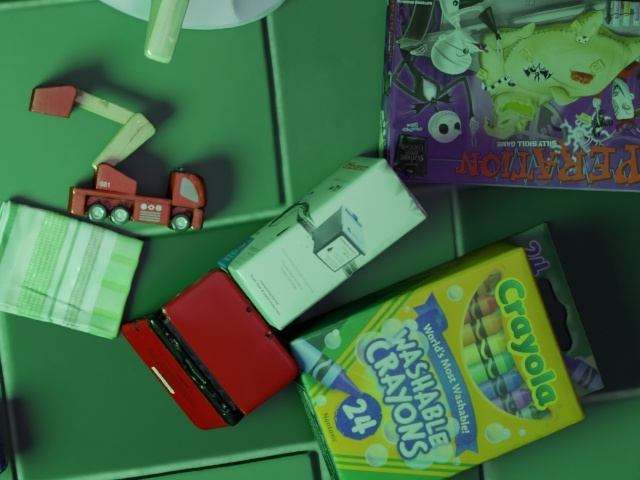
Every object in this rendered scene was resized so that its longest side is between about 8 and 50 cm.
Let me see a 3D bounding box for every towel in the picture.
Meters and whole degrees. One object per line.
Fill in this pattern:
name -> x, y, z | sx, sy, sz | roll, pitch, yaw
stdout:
towel -> -0.267, 0.031, 1.981 | 0.152, 0.023, 0.113 | 16, 92, -13

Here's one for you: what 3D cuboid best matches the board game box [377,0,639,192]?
board game box -> 0.237, -0.159, 2.063 | 0.346, 0.056, 0.208 | 2, 99, -12

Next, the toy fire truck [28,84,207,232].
toy fire truck -> -0.206, -0.084, 1.972 | 0.192, 0.047, 0.135 | 7, 92, -13

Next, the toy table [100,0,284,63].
toy table -> -0.141, -0.300, 1.910 | 0.274, 0.161, 0.252 | 5, 94, -13

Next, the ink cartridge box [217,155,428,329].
ink cartridge box -> 0.000, 0.000, 1.976 | 0.190, 0.139, 0.082 | -39, 100, -7

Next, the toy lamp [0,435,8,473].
toy lamp -> -0.402, 0.123, 1.932 | 0.080, 0.080, 0.275 | -31, 101, -8

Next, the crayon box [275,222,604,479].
crayon box -> 0.140, 0.134, 2.048 | 0.323, 0.083, 0.203 | -23, 99, -10

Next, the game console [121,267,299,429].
game console -> -0.115, 0.113, 1.986 | 0.085, 0.124, 0.144 | -43, 103, -28
